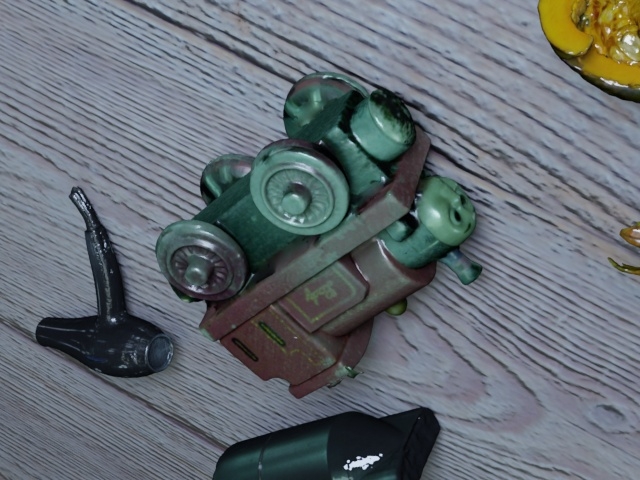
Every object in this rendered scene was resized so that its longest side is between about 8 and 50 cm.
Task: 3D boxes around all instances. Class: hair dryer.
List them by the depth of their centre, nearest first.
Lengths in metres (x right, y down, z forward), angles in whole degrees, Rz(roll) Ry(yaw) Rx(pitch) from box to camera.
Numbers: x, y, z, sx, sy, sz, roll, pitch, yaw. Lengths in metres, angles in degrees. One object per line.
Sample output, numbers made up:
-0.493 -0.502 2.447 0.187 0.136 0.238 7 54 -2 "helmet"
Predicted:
0.054 0.324 1.085 0.244 0.116 0.302 -21 103 37 "hair dryer"
-0.256 0.043 1.135 0.195 0.075 0.219 7 112 36 "hair dryer"

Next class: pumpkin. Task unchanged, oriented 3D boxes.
0.250 -0.148 0.692 0.183 0.119 0.107 2 157 33 "pumpkin"

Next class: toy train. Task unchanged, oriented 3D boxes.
0.000 0.000 0.913 0.221 0.150 0.304 42 129 -15 "toy train"

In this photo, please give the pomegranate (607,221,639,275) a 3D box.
0.328 0.017 0.697 0.257 0.221 0.221 16 126 28 "pomegranate"
